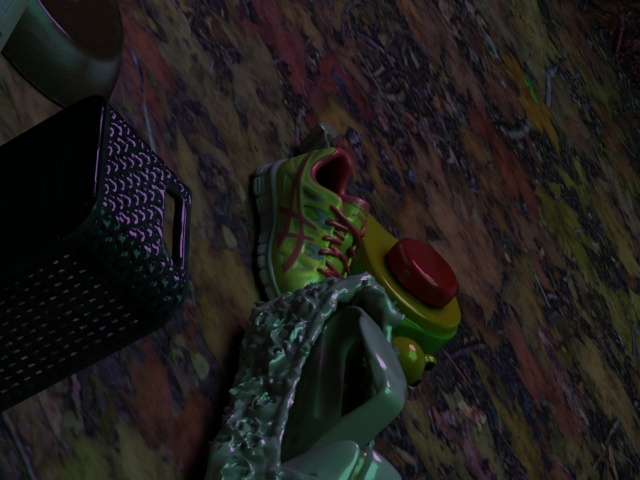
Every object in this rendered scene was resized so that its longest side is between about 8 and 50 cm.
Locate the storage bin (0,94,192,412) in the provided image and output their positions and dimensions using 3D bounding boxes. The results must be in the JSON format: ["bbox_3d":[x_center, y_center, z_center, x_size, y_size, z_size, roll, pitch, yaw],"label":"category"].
[{"bbox_3d":[-0.169,0.014,1.104,0.084,0.180,0.122,49,24,-34],"label":"storage bin"}]

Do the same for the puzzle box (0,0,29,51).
[{"bbox_3d":[-0.247,-0.237,1.131,0.272,0.052,0.409,63,37,-42],"label":"puzzle box"}]

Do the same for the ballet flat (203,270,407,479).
[{"bbox_3d":[-0.004,0.153,1.401,0.147,0.147,0.409,51,24,-27],"label":"ballet flat"}]

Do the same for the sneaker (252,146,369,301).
[{"bbox_3d":[0.000,0.000,1.655,0.081,0.094,0.208,41,30,-47],"label":"sneaker"}]

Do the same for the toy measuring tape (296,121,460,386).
[{"bbox_3d":[0.054,0.019,1.746,0.121,0.121,0.330,47,17,-36],"label":"toy measuring tape"}]

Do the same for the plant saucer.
[{"bbox_3d":[-0.206,-0.193,1.488,0.198,0.036,0.198,49,24,-30],"label":"plant saucer"}]
